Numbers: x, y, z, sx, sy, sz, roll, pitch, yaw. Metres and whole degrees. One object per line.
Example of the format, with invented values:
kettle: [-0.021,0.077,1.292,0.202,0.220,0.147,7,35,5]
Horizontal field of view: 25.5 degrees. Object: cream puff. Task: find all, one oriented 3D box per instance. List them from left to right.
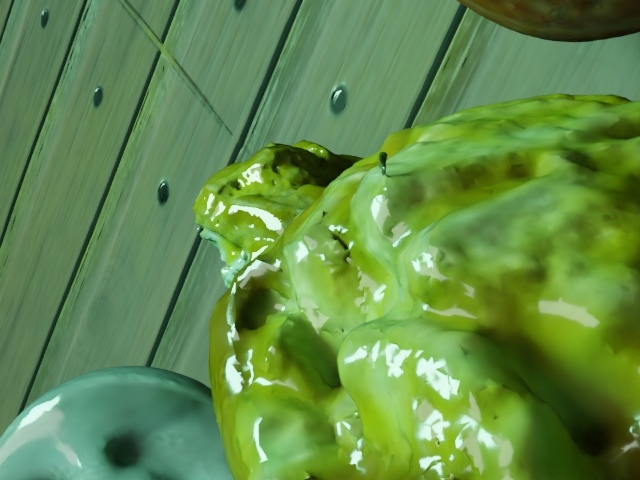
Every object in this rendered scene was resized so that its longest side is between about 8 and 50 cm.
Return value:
cream puff: [0.000,-0.001,0.791,0.121,0.156,0.156,-30,50,6]

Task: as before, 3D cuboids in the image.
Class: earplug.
earplug: [-0.091,0.217,0.852,0.214,0.175,0.325,-30,53,3]

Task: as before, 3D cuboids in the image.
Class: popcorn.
popcorn: [0.089,0.073,0.517,0.282,0.247,0.282,168,90,-79]

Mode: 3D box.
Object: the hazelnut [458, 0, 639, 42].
hazelnut: [0.119,-0.191,0.626,0.214,0.176,0.214,15,115,34]
